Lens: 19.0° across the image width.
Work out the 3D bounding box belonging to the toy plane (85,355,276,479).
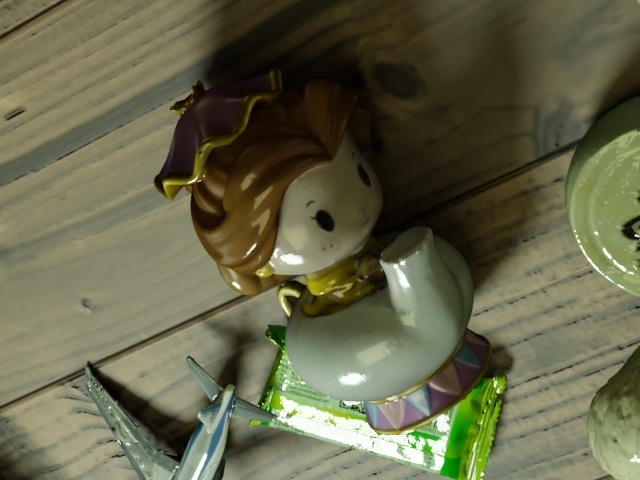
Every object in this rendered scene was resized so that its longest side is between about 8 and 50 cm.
[{"bbox_3d":[-0.098,0.185,1.443,0.226,0.058,0.226,32,134,14],"label":"toy plane"}]

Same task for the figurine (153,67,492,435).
[{"bbox_3d":[0.000,0.000,1.258,0.189,0.142,0.263,-14,119,49],"label":"figurine"}]

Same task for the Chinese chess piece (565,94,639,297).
[{"bbox_3d":[0.228,-0.027,1.224,0.144,0.058,0.144,7,123,11],"label":"Chinese chess piece"}]

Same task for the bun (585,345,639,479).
[{"bbox_3d":[0.287,0.115,1.252,0.220,0.134,0.220,10,155,5],"label":"bun"}]

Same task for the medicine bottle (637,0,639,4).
[{"bbox_3d":[0.203,-0.189,1.131,0.092,0.061,0.220,-35,110,10],"label":"medicine bottle"}]

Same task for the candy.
[{"bbox_3d":[0.040,0.118,1.386,0.178,0.032,0.102,14,127,6],"label":"candy"}]
